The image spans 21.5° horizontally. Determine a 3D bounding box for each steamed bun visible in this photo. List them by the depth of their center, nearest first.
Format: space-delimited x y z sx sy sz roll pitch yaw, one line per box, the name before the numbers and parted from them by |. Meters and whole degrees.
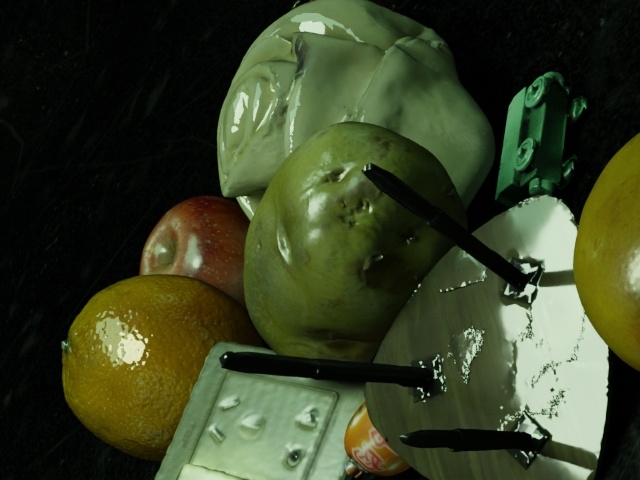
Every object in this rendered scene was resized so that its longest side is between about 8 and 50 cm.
steamed bun | 0.009 -0.133 2.086 0.342 0.255 0.368 -49 36 27

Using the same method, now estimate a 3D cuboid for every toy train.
toy train | 0.243 -0.109 1.892 0.099 0.070 0.172 -44 26 50

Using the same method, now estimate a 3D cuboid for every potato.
potato | 0.023 0.023 1.859 0.351 0.218 0.202 124 164 -46

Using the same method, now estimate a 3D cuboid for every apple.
apple | -0.157 0.037 2.362 0.201 0.162 0.201 -31 48 43

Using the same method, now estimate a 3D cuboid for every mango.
mango | 0.323 0.003 1.503 0.211 0.173 0.317 -49 20 19

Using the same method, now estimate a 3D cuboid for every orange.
orange | -0.206 0.162 2.177 0.264 0.264 0.264 -42 30 31

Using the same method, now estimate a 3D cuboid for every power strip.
power strip | -0.062 0.260 1.982 0.257 0.092 0.251 10 61 33

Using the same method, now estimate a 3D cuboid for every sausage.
sausage | 0.126 0.151 1.784 0.312 0.093 0.093 -47 28 24

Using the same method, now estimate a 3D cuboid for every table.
table | 0.078 0.105 1.601 0.317 0.249 0.317 -15 68 42

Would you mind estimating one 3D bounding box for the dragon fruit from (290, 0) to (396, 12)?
dragon fruit | 0.031 -0.267 2.329 0.188 0.182 0.182 0 62 56
